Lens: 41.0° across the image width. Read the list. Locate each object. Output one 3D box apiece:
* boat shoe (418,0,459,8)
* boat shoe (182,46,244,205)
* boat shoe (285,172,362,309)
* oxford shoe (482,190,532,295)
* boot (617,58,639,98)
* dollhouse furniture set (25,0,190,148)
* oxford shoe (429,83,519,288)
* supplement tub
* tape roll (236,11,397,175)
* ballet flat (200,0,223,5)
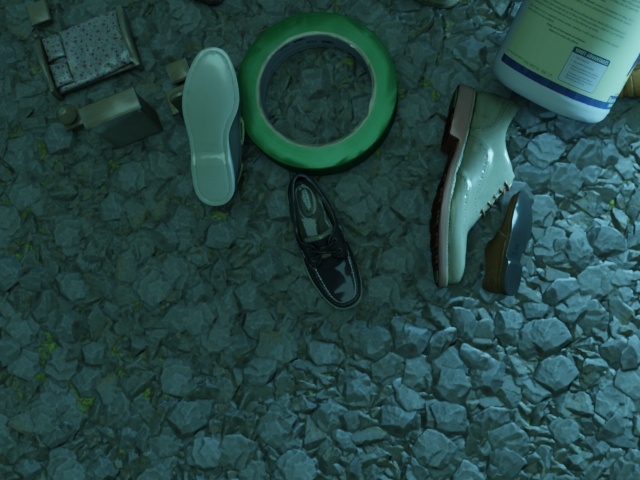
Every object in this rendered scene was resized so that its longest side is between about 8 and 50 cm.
[{"bbox_3d":[0.131,-0.572,1.715,0.341,0.110,0.121,18,85,8],"label":"boat shoe"},{"bbox_3d":[-0.203,-0.224,1.660,0.109,0.091,0.304,4,110,7],"label":"boat shoe"},{"bbox_3d":[0.000,0.000,1.668,0.103,0.092,0.285,-20,81,4],"label":"boat shoe"},{"bbox_3d":[0.354,0.001,1.648,0.076,0.076,0.212,2,69,46],"label":"oxford shoe"},{"bbox_3d":[0.624,-0.293,1.655,0.153,0.073,0.197,-15,75,6],"label":"boot"},{"bbox_3d":[-0.429,-0.389,1.720,0.303,0.174,0.355,-21,82,3],"label":"dollhouse furniture set"},{"bbox_3d":[0.295,-0.098,1.631,0.147,0.140,0.396,10,86,0],"label":"oxford shoe"},{"bbox_3d":[0.481,-0.403,1.544,0.236,0.235,0.324,28,114,8],"label":"supplement tub"},{"bbox_3d":[-0.006,-0.292,1.713,0.322,0.077,0.321,-1,83,5],"label":"tape roll"},{"bbox_3d":[-0.315,-0.555,1.785,0.250,0.058,0.084,22,85,8],"label":"ballet flat"}]
